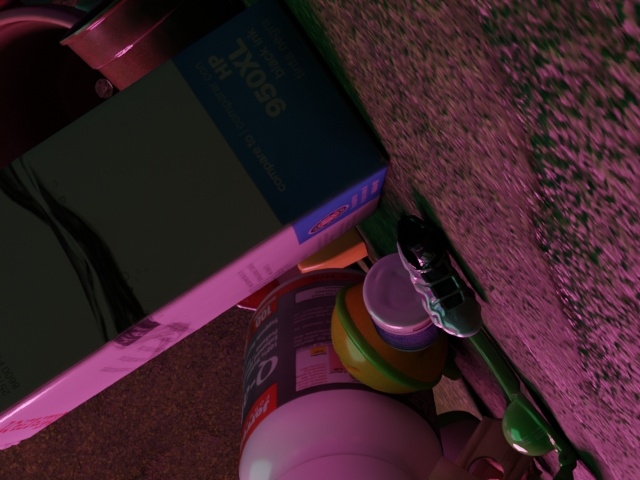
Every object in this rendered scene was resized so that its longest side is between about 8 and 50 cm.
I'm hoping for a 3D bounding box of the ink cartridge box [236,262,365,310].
[{"bbox_3d":[-0.072,-0.001,1.706,0.261,0.066,0.296,19,-157,-48],"label":"ink cartridge box"}]

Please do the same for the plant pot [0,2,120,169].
[{"bbox_3d":[-0.287,-0.158,1.527,0.263,0.263,0.229,57,-162,-9],"label":"plant pot"}]

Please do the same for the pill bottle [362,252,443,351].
[{"bbox_3d":[0.076,0.058,1.117,0.067,0.067,0.120,56,177,20],"label":"pill bottle"}]

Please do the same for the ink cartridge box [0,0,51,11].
[{"bbox_3d":[-0.330,-0.377,1.488,0.172,0.237,0.100,57,180,1],"label":"ink cartridge box"}]

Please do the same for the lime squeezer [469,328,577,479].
[{"bbox_3d":[0.144,0.171,0.987,0.059,0.110,0.310,32,-129,-56],"label":"lime squeezer"}]

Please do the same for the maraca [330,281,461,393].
[{"bbox_3d":[0.077,0.094,1.261,0.186,0.099,0.127,8,-134,-58],"label":"maraca"}]

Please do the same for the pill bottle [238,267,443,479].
[{"bbox_3d":[0.020,0.202,1.354,0.210,0.210,0.363,58,-166,-26],"label":"pill bottle"}]

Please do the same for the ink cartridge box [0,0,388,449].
[{"bbox_3d":[-0.154,0.002,1.067,0.166,0.395,0.285,56,177,5],"label":"ink cartridge box"}]

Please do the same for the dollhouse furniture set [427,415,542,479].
[{"bbox_3d":[0.196,0.234,1.155,0.161,0.101,0.182,29,167,20],"label":"dollhouse furniture set"}]

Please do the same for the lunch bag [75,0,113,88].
[{"bbox_3d":[-0.203,-0.228,1.757,0.262,0.160,0.223,60,175,-21],"label":"lunch bag"}]

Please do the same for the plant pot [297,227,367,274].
[{"bbox_3d":[0.000,0.000,1.589,0.081,0.083,0.081,57,177,13],"label":"plant pot"}]

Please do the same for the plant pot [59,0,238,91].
[{"bbox_3d":[-0.137,-0.185,1.260,0.165,0.167,0.167,49,179,-16],"label":"plant pot"}]

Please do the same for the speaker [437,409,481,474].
[{"bbox_3d":[0.200,0.325,1.401,0.296,0.131,0.131,54,176,41],"label":"speaker"}]

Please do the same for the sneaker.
[{"bbox_3d":[0.080,0.022,0.926,0.098,0.038,0.069,55,177,26],"label":"sneaker"}]
